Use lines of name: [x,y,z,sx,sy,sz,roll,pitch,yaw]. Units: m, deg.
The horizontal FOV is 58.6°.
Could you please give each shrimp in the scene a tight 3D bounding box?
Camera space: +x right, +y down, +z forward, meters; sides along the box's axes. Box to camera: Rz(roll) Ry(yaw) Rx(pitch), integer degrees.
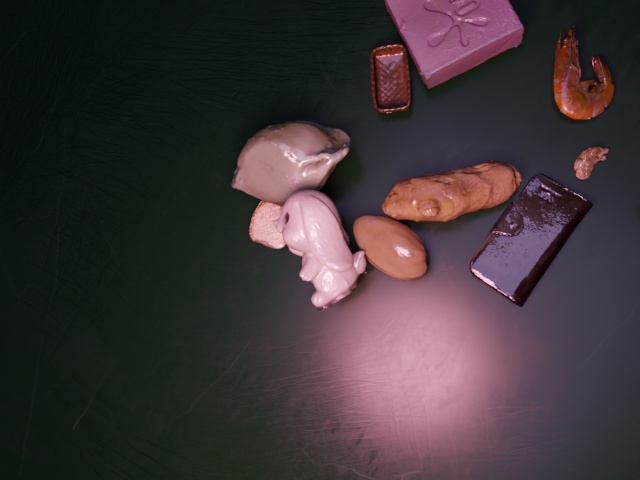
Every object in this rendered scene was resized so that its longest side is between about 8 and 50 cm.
shrimp: [0.665,-0.429,1.462,0.150,0.068,0.249,-9,84,1]

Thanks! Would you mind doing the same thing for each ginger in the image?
ginger: [0.333,-0.120,1.459,0.353,0.190,0.126,-15,106,4]

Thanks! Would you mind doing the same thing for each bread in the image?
bread: [-0.134,-0.043,1.628,0.126,0.044,0.129,25,86,10]

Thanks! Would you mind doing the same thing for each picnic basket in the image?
picnic basket: [0.197,-0.445,1.592,0.110,0.055,0.194,-4,80,14]

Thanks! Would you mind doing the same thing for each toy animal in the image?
toy animal: [0.008,0.016,1.446,0.174,0.289,0.249,-27,39,3]

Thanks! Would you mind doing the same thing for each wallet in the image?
wallet: [0.525,-0.009,1.441,0.172,0.045,0.318,36,91,16]

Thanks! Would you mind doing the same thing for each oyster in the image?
oyster: [0.681,-0.197,1.431,0.080,0.038,0.083,2,81,14]

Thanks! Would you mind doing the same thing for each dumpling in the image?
dumpling: [-0.085,-0.234,1.558,0.320,0.212,0.270,17,83,6]

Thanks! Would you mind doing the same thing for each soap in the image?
soap: [0.354,-0.604,1.551,0.285,0.107,0.296,-27,75,12]

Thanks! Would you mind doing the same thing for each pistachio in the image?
pistachio: [0.183,0.015,1.486,0.226,0.136,0.136,34,91,20]
